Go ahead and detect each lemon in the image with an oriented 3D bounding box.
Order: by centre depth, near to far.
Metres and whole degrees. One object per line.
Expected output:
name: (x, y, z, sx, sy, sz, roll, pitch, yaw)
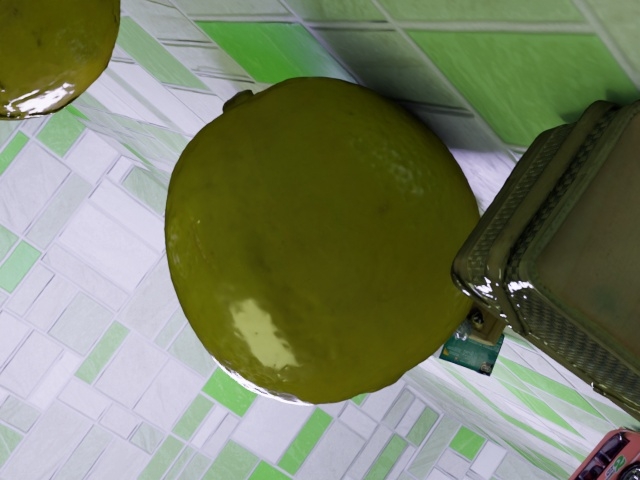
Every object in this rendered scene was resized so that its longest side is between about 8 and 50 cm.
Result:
lemon: (0.000, 0.000, 0.973, 0.348, 0.348, 0.348, 35, 172, 6)
lemon: (-0.370, -0.278, 1.060, 0.297, 0.297, 0.297, 35, 172, 6)

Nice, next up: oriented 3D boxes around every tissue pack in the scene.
tissue pack: (0.258, 0.185, 1.695, 0.111, 0.085, 0.079, 21, 178, -17)

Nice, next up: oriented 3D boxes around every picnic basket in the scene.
picnic basket: (0.250, 0.032, 0.697, 0.267, 0.165, 0.139, 36, 171, -9)

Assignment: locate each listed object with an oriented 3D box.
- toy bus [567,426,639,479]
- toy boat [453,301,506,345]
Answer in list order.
toy bus: (0.502, 0.540, 1.658, 0.203, 0.427, 0.233, 38, -177, -14)
toy boat: (0.155, 0.060, 1.477, 0.310, 0.089, 0.115, 34, 169, 11)
